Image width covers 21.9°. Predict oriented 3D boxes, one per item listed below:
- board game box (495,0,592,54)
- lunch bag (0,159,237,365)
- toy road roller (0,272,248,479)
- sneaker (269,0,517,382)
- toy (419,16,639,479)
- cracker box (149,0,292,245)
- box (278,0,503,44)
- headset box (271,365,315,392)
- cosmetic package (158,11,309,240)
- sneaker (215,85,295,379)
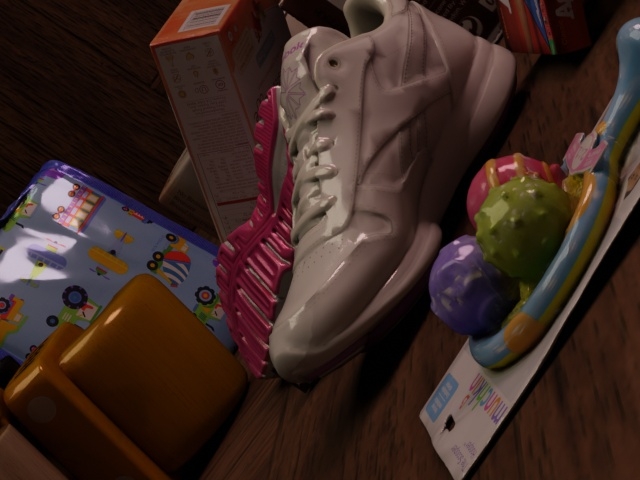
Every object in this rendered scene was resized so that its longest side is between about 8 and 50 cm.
[{"bbox_3d":[0.112,-0.258,1.049,0.027,0.281,0.145,-15,8,-2],"label":"board game box"},{"bbox_3d":[-0.235,0.063,1.694,0.221,0.293,0.138,-59,8,-24],"label":"lunch bag"},{"bbox_3d":[-0.192,0.163,1.377,0.240,0.202,0.329,-44,8,7],"label":"toy road roller"},{"bbox_3d":[0.015,-0.041,1.049,0.114,0.152,0.305,-44,15,50],"label":"sneaker"},{"bbox_3d":[0.099,-0.016,0.751,0.237,0.056,0.137,-56,5,3],"label":"toy"},{"bbox_3d":[-0.057,-0.098,1.393,0.067,0.232,0.155,-8,28,18],"label":"cracker box"},{"bbox_3d":[0.079,-0.232,1.424,0.168,0.167,0.203,-55,7,12],"label":"box"},{"bbox_3d":[0.005,0.057,1.159,0.083,0.032,0.062,-51,9,30],"label":"headset box"},{"bbox_3d":[-0.045,-0.132,1.894,0.296,0.153,0.129,-52,10,39],"label":"cosmetic package"},{"bbox_3d":[0.000,0.000,1.238,0.103,0.111,0.252,55,137,43],"label":"sneaker"}]
